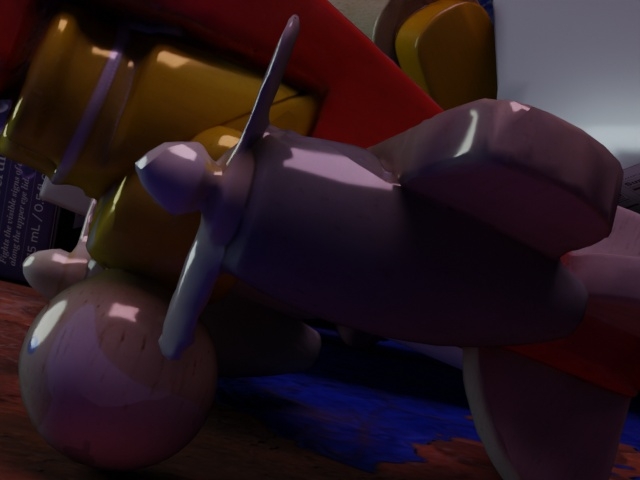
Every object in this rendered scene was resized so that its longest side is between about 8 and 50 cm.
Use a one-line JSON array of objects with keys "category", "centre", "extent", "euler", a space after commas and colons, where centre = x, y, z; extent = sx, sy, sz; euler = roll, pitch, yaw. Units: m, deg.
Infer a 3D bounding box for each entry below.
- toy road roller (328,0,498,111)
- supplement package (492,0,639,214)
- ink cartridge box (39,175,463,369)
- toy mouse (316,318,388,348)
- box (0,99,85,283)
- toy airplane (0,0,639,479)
[{"category": "toy road roller", "centre": [0.152, -0.122, 1.489], "extent": [0.240, 0.330, 0.202], "euler": [-34, 26, -20]}, {"category": "supplement package", "centre": [0.300, -0.102, 1.337], "extent": [0.262, 0.199, 0.198], "euler": [20, -29, -41]}, {"category": "ink cartridge box", "centre": [0.000, 0.000, 1.058], "extent": [0.332, 0.065, 0.165], "euler": [23, 10, 3]}, {"category": "toy mouse", "centre": [0.010, 0.049, 1.136], "extent": [0.143, 0.031, 0.161], "euler": [4, 10, -40]}, {"category": "box", "centre": [-0.255, -0.065, 1.159], "extent": [0.207, 0.153, 0.108], "euler": [11, 8, 11]}, {"category": "toy airplane", "centre": [-0.014, 0.005, 0.749], "extent": [0.384, 0.272, 0.386], "euler": [28, -21, 32]}]
